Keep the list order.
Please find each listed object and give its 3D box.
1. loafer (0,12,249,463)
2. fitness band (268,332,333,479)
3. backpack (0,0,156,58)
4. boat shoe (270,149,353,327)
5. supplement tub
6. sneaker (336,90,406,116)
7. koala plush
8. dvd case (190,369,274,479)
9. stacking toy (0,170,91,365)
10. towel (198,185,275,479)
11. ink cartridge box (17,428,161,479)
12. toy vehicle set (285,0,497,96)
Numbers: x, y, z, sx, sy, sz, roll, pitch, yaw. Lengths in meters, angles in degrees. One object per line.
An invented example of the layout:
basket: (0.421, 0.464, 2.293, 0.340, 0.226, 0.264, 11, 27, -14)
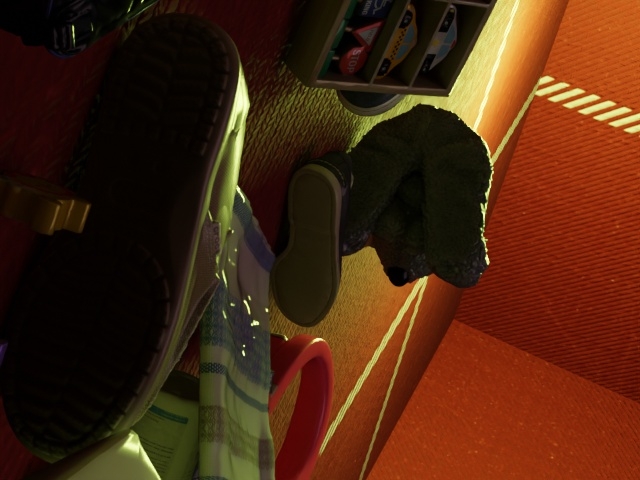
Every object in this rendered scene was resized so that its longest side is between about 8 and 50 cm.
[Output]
loafer: (-0.100, 0.005, 0.697, 0.269, 0.101, 0.092, -67, 162, 4)
fitness band: (-0.062, 0.228, 1.308, 0.291, 0.054, 0.209, -53, 149, -47)
backpack: (-0.094, -0.141, 0.471, 0.114, 0.084, 0.105, -43, 155, -51)
boat shoe: (0.000, 0.000, 1.199, 0.065, 0.075, 0.206, -49, 155, -46)
supplement tub: (-0.129, 0.161, 0.951, 0.107, 0.071, 0.071, -67, 168, 11)
sneaker: (0.074, -0.231, 1.045, 0.226, 0.086, 0.163, -59, 163, -12)
koala plush: (0.113, -0.026, 1.388, 0.221, 0.196, 0.203, 76, 30, -66)
dvd case: (-0.089, 0.186, 1.158, 0.087, 0.013, 0.120, -4, 107, -40)
stacking toy: (-0.191, 0.050, 0.524, 0.167, 0.052, 0.221, -69, 166, 8)
towel: (-0.063, 0.111, 0.945, 0.209, 0.034, 0.285, 70, 19, -72)
ink cartridge box: (-0.155, 0.288, 0.495, 0.166, 0.286, 0.395, -28, -178, 20)
toy vehicle set: (0.091, -0.238, 0.944, 0.166, 0.035, 0.267, -3, 130, -40)
